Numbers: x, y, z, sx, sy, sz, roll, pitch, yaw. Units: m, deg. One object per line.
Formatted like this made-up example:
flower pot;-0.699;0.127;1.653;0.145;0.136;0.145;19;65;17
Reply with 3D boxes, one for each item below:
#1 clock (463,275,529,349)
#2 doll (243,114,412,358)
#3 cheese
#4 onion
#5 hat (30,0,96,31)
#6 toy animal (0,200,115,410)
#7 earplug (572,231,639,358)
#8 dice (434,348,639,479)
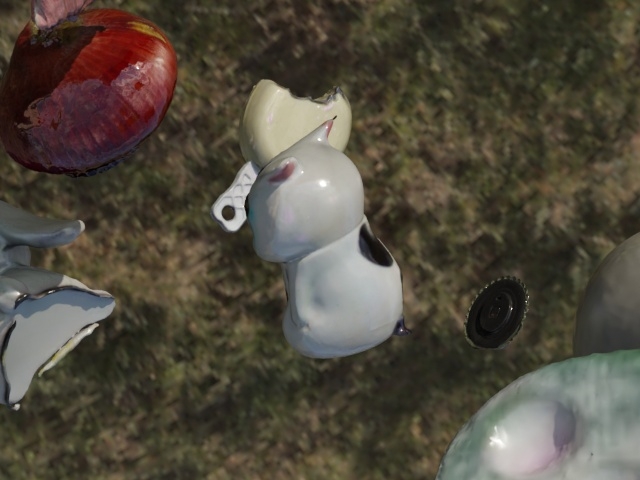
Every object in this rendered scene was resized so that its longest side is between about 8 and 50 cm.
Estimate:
clock;0.177;0.072;1.498;0.010;0.074;0.083;37;63;-39
doll;0.000;0.007;1.206;0.106;0.110;0.181;-18;107;25
cheese;-0.050;-0.109;2.059;0.163;0.070;0.249;25;74;-30
onion;-0.289;-0.182;1.797;0.248;0.248;0.161;-47;141;10
hat;-0.222;-0.370;1.529;0.107;0.237;0.286;15;124;12
toy animal;-0.437;0.065;1.961;0.174;0.289;0.249;74;36;-51
earplug;0.483;0.141;1.743;0.312;0.394;0.313;-11;109;-34
dice;0.284;0.309;1.201;0.330;0.348;0.328;-10;136;25
